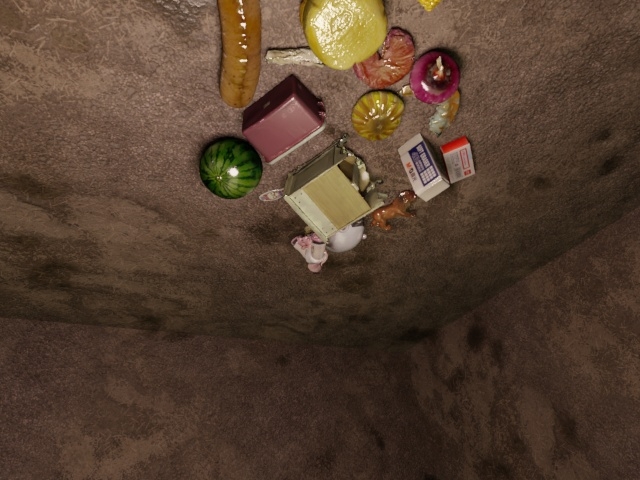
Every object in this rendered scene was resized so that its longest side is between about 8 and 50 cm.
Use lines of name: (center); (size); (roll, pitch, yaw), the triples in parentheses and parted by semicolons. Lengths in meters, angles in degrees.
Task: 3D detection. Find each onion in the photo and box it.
onion: (0.402, -0.570, 1.474); (0.178, 0.153, 0.177); (-8, 124, -12)

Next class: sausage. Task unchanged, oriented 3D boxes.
sausage: (-0.246, -0.623, 1.274); (0.136, 0.123, 0.500); (21, 142, 6)

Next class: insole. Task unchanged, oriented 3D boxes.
insole: (-0.187, -0.218, 1.938); (0.198, 0.004, 0.065); (-15, 144, 6)

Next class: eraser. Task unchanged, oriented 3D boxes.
eraser: (0.426, -0.307, 1.745); (0.124, 0.278, 0.081); (-36, 138, 30)

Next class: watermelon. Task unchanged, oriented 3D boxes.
watermelon: (-0.344, -0.275, 1.619); (0.243, 0.242, 0.242); (-7, 144, -5)

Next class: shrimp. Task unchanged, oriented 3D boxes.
shrimp: (0.438, -0.534, 1.619); (0.287, 0.068, 0.185); (22, 131, -35)

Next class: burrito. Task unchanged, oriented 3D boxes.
burrito: (-0.071, -0.608, 1.396); (0.230, 0.058, 0.063); (-6, 139, -10)

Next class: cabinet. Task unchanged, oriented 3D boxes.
cabinet: (0.061, -0.220, 1.753); (0.318, 0.227, 0.290); (-32, 117, 23)

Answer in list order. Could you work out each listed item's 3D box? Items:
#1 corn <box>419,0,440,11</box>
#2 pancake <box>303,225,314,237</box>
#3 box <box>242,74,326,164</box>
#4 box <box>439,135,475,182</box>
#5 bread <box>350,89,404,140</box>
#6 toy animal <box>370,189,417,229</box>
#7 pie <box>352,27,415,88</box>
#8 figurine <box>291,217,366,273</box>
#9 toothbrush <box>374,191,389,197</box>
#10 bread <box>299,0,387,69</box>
corn: (0.371, -0.828, 1.139); (0.144, 0.143, 0.387); (10, 139, -26)
pancake: (0.000, 0.000, 2.237); (0.266, 0.057, 0.245); (27, 129, -37)
box: (-0.139, -0.434, 1.505); (0.294, 0.193, 0.167); (-29, 135, 23)
box: (0.627, -0.365, 1.915); (0.123, 0.049, 0.229); (-23, 142, 13)
bread: (0.217, -0.472, 1.606); (0.214, 0.104, 0.213); (1, 146, 1)
toy animal: (0.359, -0.152, 2.115); (0.313, 0.097, 0.157); (-25, 130, 23)
pie: (0.222, -0.624, 1.450); (0.219, 0.053, 0.204); (-26, 141, 20)
figurine: (0.050, -0.019, 2.024); (0.361, 0.253, 0.210); (-36, 118, -31)
toothbrush: (0.204, -0.237, 1.998); (0.295, 0.026, 0.028); (7, 159, -23)
bread: (0.074, -0.665, 1.276); (0.270, 0.147, 0.269); (-7, 136, -7)
